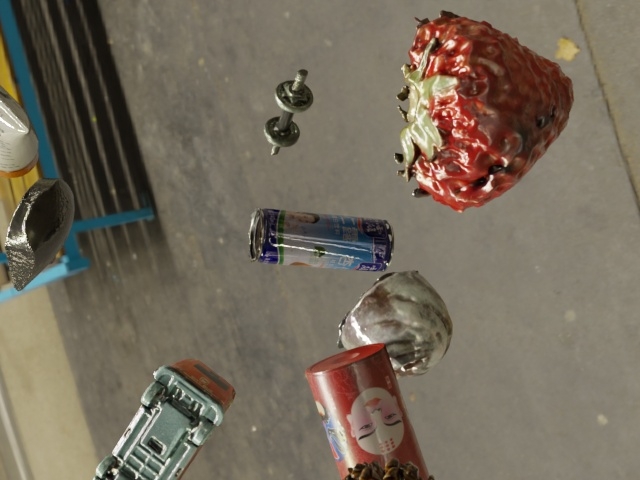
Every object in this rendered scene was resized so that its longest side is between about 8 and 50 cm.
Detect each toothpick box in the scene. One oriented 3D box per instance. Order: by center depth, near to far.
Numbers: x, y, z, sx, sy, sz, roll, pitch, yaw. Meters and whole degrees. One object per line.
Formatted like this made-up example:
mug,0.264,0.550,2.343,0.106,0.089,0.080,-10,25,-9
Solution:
toothpick box,0.110,0.430,1.791,0.204,0.204,0.333,-20,90,50

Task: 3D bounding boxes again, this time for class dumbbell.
dumbbell,-0.068,-0.259,1.577,0.081,0.082,0.254,56,149,19

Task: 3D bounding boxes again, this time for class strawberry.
strawberry,0.237,-0.155,1.019,0.150,0.280,0.253,17,91,56

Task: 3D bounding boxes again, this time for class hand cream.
hand cream,-0.462,-0.169,1.090,0.139,0.089,0.314,47,163,-7

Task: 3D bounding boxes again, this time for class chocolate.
chocolate,0.224,0.251,1.999,0.213,0.303,0.303,47,134,39

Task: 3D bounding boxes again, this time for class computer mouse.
computer mouse,-0.551,-0.007,1.534,0.087,0.168,0.295,22,144,-5

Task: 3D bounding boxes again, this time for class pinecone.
pinecone,0.094,0.386,1.089,0.174,0.174,0.173,19,116,44

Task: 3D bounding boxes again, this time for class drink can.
drink can,0.000,0.000,1.302,0.097,0.235,0.097,-174,90,-73

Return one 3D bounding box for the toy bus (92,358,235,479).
toy bus,-0.236,0.306,1.169,0.121,0.120,0.265,35,108,7
